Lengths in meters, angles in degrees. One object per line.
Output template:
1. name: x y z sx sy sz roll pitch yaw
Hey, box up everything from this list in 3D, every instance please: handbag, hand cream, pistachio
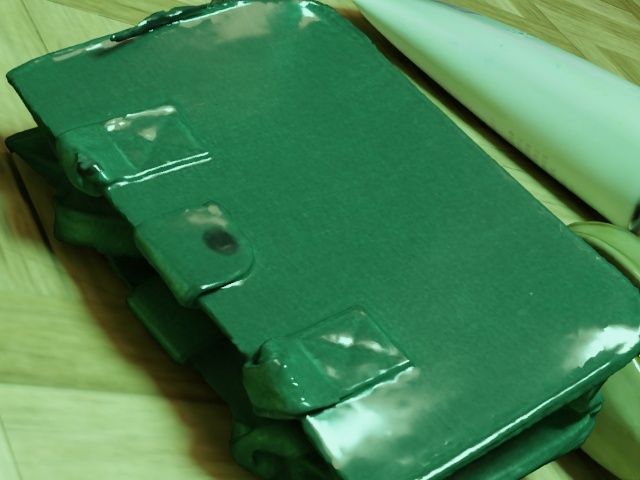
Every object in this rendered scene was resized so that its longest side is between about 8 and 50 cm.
1. handbag: 0.001 -0.001 0.731 0.238 0.089 0.326 -21 59 -38
2. hand cream: 0.191 -0.146 1.246 0.358 0.118 0.185 38 25 23
3. pistachio: 0.189 0.076 0.850 0.129 0.131 0.206 -30 63 -12

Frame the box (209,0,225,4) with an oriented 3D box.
1. box: -0.005 -0.127 1.051 0.218 0.039 0.055 47 27 24
